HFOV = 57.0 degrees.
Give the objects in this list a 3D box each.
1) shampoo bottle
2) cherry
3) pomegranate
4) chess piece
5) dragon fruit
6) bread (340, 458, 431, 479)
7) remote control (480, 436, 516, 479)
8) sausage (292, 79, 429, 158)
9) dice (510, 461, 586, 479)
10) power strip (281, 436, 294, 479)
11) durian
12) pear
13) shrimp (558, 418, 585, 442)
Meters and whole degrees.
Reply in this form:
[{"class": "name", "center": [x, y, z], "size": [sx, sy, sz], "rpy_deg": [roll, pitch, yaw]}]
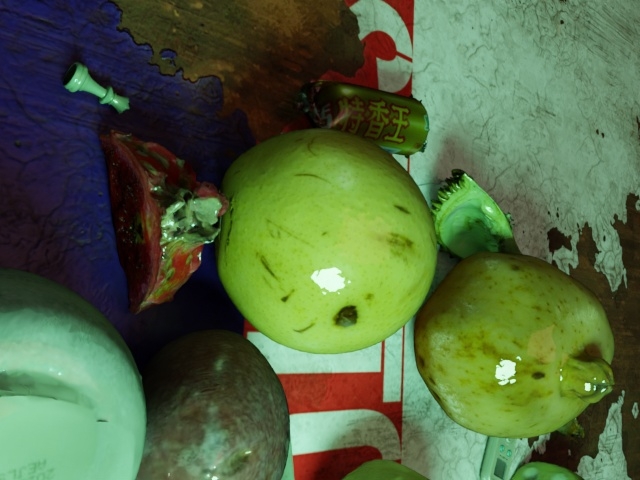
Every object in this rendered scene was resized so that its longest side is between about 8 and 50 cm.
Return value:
[{"class": "shampoo bottle", "center": [-0.343, 0.184, 0.590], "size": [0.322, 0.317, 0.323], "rpy_deg": [8, 78, -39]}, {"class": "cherry", "center": [-0.150, 0.256, 0.784], "size": [0.221, 0.307, 0.262], "rpy_deg": [-11, 92, -3]}, {"class": "pomegranate", "center": [0.385, 0.211, 1.146], "size": [0.409, 0.410, 0.411], "rpy_deg": [5, 82, -40]}, {"class": "chess piece", "center": [-0.313, -0.212, 0.839], "size": [0.093, 0.042, 0.042], "rpy_deg": [28, 68, -40]}, {"class": "dragon fruit", "center": [-0.199, -0.030, 0.817], "size": [0.134, 0.211, 0.262], "rpy_deg": [-11, 98, -33]}, {"class": "bread", "center": [0.118, 0.538, 0.957], "size": [0.237, 0.320, 0.321], "rpy_deg": [-36, 109, -52]}, {"class": "remote control", "center": [0.426, 0.486, 1.397], "size": [0.078, 0.042, 0.222], "rpy_deg": [38, 64, -33]}, {"class": "sausage", "center": [0.070, -0.240, 1.115], "size": [0.317, 0.117, 0.125], "rpy_deg": [3, 80, -41]}, {"class": "dice", "center": [0.550, 0.648, 1.401], "size": [0.169, 0.169, 0.166], "rpy_deg": [-48, 115, -33]}, {"class": "power strip", "center": [-0.081, 0.417, 0.937], "size": [0.053, 0.093, 0.288], "rpy_deg": [-2, 86, -44]}, {"class": "durian", "center": [0.373, -0.028, 1.302], "size": [0.394, 0.198, 0.163], "rpy_deg": [48, 57, -29]}, {"class": "pear", "center": [0.000, 0.000, 0.896], "size": [0.348, 0.348, 0.349], "rpy_deg": [5, 82, -40]}, {"class": "shrimp", "center": [0.630, 0.433, 1.570], "size": [0.287, 0.062, 0.152], "rpy_deg": [40, 50, -29]}]
